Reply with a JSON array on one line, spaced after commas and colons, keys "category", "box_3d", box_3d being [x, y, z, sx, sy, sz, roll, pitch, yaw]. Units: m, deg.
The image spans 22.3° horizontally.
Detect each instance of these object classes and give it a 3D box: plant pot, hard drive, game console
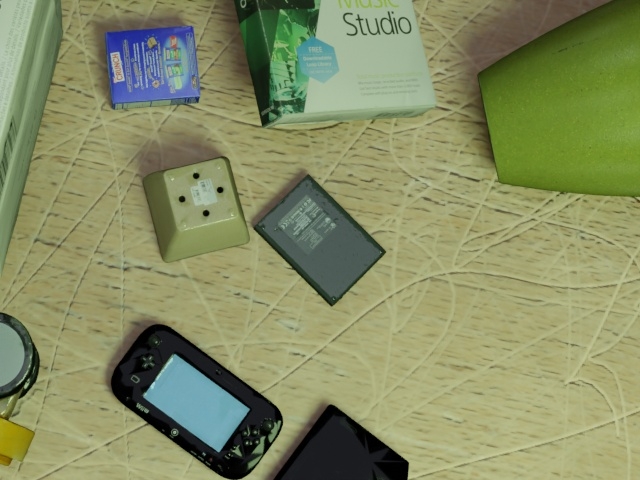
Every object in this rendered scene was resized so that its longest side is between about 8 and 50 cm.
[{"category": "plant pot", "box_3d": [-0.144, -0.045, 1.911, 0.109, 0.096, 0.109, -14, 82, -9]}, {"category": "hard drive", "box_3d": [0.000, 0.000, 1.960, 0.135, 0.022, 0.094, 45, 77, 2]}, {"category": "game console", "box_3d": [-0.088, 0.248, 1.892, 0.361, 0.044, 0.213, 36, 77, 1]}, {"category": "plant pot", "box_3d": [0.343, -0.165, 1.936, 0.293, 0.275, 0.275, -11, 81, 6]}]

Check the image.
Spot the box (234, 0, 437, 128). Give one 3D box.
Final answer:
[{"category": "box", "box_3d": [0.003, -0.300, 1.953, 0.232, 0.058, 0.322, -7, 79, -35]}]

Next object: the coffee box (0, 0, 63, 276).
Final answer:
[{"category": "coffee box", "box_3d": [-0.482, -0.173, 1.766, 0.334, 0.338, 0.338, 13, 78, -5]}]

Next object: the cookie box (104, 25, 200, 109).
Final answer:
[{"category": "cookie box", "box_3d": [-0.203, -0.209, 1.962, 0.107, 0.040, 0.092, -5, 81, -9]}]

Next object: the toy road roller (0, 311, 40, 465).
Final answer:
[{"category": "toy road roller", "box_3d": [-0.471, 0.162, 1.775, 0.329, 0.202, 0.241, 23, 80, -5]}]
